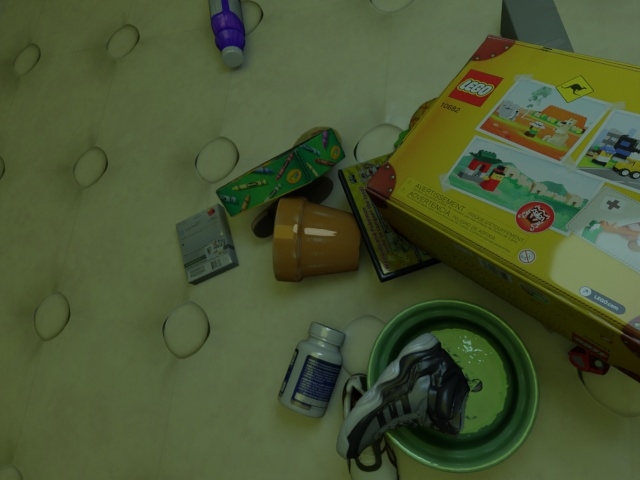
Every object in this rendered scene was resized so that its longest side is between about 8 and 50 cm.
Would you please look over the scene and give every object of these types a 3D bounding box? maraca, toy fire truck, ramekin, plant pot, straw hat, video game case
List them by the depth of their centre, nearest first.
[{"bbox_3d":[0.480,0.152,0.848,0.135,0.047,0.191,2,99,51],"label":"toy fire truck"},{"bbox_3d":[0.254,0.274,0.860,0.304,0.148,0.303,-6,72,19],"label":"ramekin"},{"bbox_3d":[0.198,-0.074,0.950,0.248,0.035,0.274,-18,68,-3],"label":"video game case"},{"bbox_3d":[0.000,0.000,1.024,0.188,0.205,0.205,4,75,5],"label":"plant pot"},{"bbox_3d":[0.258,-0.272,1.052,0.186,0.099,0.127,-34,31,23],"label":"maraca"},{"bbox_3d":[-0.002,-0.227,1.154,0.145,0.061,0.144,-7,58,11],"label":"straw hat"}]

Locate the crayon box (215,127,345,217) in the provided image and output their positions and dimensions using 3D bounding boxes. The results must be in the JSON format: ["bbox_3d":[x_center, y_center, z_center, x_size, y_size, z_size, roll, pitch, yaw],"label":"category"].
[{"bbox_3d":[-0.097,-0.158,1.042,0.279,0.165,0.081,-18,107,38],"label":"crayon box"}]

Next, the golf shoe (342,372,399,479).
[{"bbox_3d":[0.087,0.415,0.897,0.105,0.120,0.272,-15,71,14],"label":"golf shoe"}]

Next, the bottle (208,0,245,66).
[{"bbox_3d":[-0.288,-0.672,1.362,0.092,0.118,0.282,-15,70,13],"label":"bottle"}]

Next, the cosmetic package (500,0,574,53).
[{"bbox_3d":[0.492,-0.442,1.001,0.107,0.127,0.237,-16,68,15],"label":"cosmetic package"}]

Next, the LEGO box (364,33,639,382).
[{"bbox_3d":[0.385,-0.081,0.703,0.372,0.193,0.500,-50,52,-4],"label":"LEGO box"}]

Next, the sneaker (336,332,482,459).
[{"bbox_3d":[0.153,0.301,0.748,0.153,0.101,0.268,39,88,28],"label":"sneaker"}]

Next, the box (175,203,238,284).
[{"bbox_3d":[-0.316,0.010,1.211,0.145,0.038,0.186,-25,68,12],"label":"box"}]

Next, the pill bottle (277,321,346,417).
[{"bbox_3d":[-0.013,0.283,0.976,0.112,0.112,0.186,17,81,24],"label":"pill bottle"}]

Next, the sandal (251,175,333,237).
[{"bbox_3d":[-0.086,-0.106,1.137,0.240,0.088,0.079,-36,42,-1],"label":"sandal"}]
